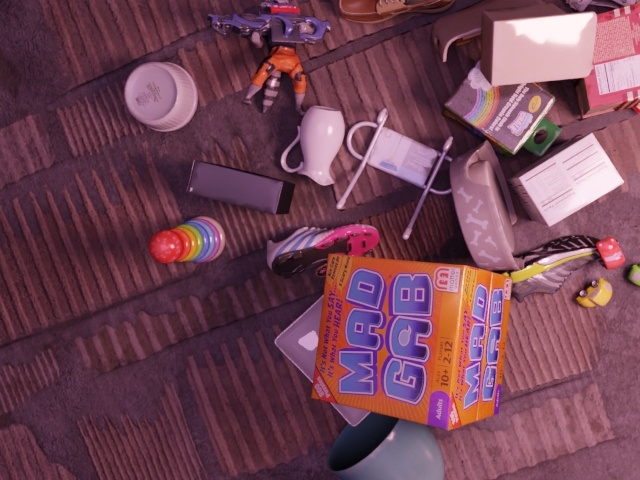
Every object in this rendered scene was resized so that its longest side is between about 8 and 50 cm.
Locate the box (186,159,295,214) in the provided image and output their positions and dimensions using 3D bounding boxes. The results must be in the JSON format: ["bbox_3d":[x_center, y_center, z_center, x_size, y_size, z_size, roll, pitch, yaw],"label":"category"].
[{"bbox_3d":[-0.222,-0.150,1.850,0.261,0.184,0.103,14,98,7],"label":"box"}]

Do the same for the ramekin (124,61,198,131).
[{"bbox_3d":[-0.476,-0.427,1.905,0.207,0.109,0.207,1,96,9],"label":"ramekin"}]

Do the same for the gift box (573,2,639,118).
[{"bbox_3d":[0.777,-0.441,1.621,0.276,0.258,0.255,-6,94,17],"label":"gift box"}]

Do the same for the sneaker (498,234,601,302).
[{"bbox_3d":[0.646,0.076,1.781,0.300,0.111,0.121,-20,110,10],"label":"sneaker"}]

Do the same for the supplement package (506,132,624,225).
[{"bbox_3d":[0.620,-0.154,1.671,0.204,0.262,0.145,-32,89,10],"label":"supplement package"}]

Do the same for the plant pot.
[{"bbox_3d":[0.203,0.610,1.804,0.293,0.293,0.235,-41,95,10],"label":"plant pot"}]

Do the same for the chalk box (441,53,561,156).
[{"bbox_3d":[0.492,-0.338,1.721,0.289,0.179,0.180,37,99,4],"label":"chalk box"}]

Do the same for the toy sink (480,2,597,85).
[{"bbox_3d":[0.510,-0.471,1.537,0.234,0.131,0.152,-6,122,3],"label":"toy sink"}]

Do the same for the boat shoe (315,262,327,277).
[{"bbox_3d":[0.048,0.080,1.895,0.135,0.045,0.050,-22,91,10],"label":"boat shoe"}]

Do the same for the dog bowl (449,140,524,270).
[{"bbox_3d":[0.431,-0.079,1.680,0.102,0.349,0.348,-16,92,24],"label":"dog bowl"}]

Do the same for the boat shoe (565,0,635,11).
[{"bbox_3d":[0.692,-0.652,1.699,0.277,0.098,0.096,8,95,7],"label":"boat shoe"}]

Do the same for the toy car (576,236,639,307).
[{"bbox_3d":[0.823,0.095,1.731,0.225,0.053,0.239,-1,128,-6],"label":"toy car"}]

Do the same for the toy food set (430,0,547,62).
[{"bbox_3d":[0.450,-0.554,1.695,0.306,0.219,0.092,-17,120,11],"label":"toy food set"}]

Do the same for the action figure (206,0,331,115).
[{"bbox_3d":[-0.158,-0.536,1.815,0.341,0.178,0.330,6,91,-16],"label":"action figure"}]

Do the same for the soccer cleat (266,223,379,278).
[{"bbox_3d":[0.000,0.000,1.865,0.331,0.143,0.116,-16,131,-8],"label":"soccer cleat"}]

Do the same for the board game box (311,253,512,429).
[{"bbox_3d":[0.238,0.237,1.612,0.357,0.356,0.356,4,86,33],"label":"board game box"}]

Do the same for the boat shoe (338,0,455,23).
[{"bbox_3d":[0.209,-0.676,1.765,0.324,0.120,0.122,-6,94,10],"label":"boat shoe"}]

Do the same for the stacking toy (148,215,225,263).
[{"bbox_3d":[-0.379,0.010,1.815,0.141,0.330,0.141,1,95,9],"label":"stacking toy"}]

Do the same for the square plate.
[{"bbox_3d":[0.104,0.298,1.882,0.347,0.049,0.344,-43,88,0],"label":"square plate"}]

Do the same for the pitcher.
[{"bbox_3d":[-0.025,-0.279,1.846,0.178,0.125,0.207,16,109,19],"label":"pitcher"}]

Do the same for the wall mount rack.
[{"bbox_3d":[0.208,-0.187,1.803,0.350,0.130,0.304,25,99,7],"label":"wall mount rack"}]
